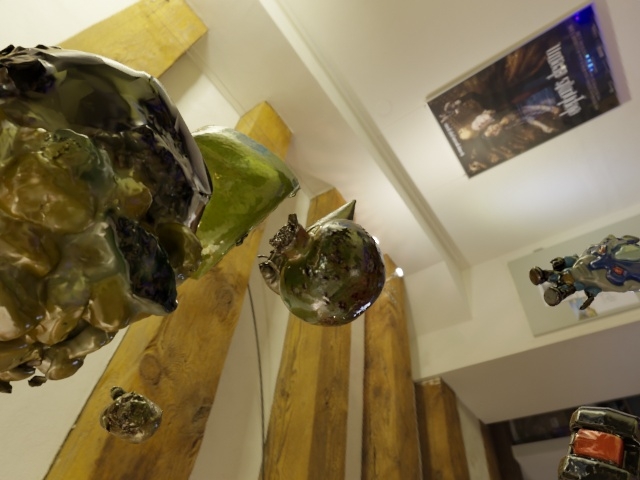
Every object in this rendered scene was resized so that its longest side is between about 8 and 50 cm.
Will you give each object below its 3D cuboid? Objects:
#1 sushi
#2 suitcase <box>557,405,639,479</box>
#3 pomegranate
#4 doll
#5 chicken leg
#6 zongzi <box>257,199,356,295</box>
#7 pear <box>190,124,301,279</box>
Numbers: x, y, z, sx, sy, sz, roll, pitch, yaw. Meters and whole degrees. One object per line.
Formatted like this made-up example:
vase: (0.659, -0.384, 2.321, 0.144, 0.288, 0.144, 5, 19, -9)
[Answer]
sushi: (-0.279, -0.018, 0.445, 0.285, 0.328, 0.328, 53, 166, 52)
suitcase: (0.250, 0.321, 0.359, 0.285, 0.066, 0.206, -42, -66, -37)
pomegranate: (0.010, 0.034, 0.454, 0.130, 0.130, 0.130, 42, -146, -37)
doll: (0.399, 0.039, 0.572, 0.070, 0.195, 0.096, 77, 177, -54)
chicken leg: (-0.376, 0.336, 0.797, 0.103, 0.227, 0.088, 30, -115, -28)
zongzi: (-0.001, -0.001, 0.639, 0.094, 0.204, 0.205, 33, 177, 14)
pear: (-0.271, -0.108, 0.900, 0.318, 0.342, 0.238, 49, -152, -3)
